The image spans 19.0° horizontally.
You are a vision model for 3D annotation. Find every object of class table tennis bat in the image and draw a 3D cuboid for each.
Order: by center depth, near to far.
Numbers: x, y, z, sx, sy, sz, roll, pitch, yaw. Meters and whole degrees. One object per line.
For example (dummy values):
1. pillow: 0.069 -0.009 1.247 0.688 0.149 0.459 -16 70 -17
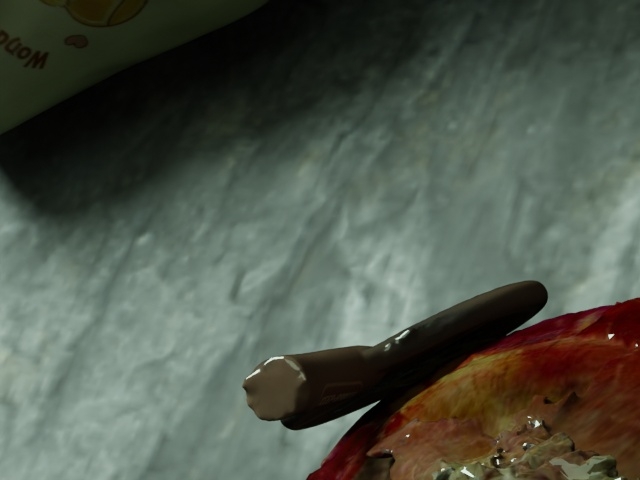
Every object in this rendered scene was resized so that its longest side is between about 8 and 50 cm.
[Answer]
1. table tennis bat: 0.000 0.000 0.691 0.107 0.170 0.119 -32 79 23

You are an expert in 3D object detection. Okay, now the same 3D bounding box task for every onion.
1. onion: 0.072 0.111 0.605 0.230 0.163 0.230 -17 55 26

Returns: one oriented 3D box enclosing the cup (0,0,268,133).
1. cup: -0.137 -0.195 0.882 0.202 0.173 0.255 -25 80 10
